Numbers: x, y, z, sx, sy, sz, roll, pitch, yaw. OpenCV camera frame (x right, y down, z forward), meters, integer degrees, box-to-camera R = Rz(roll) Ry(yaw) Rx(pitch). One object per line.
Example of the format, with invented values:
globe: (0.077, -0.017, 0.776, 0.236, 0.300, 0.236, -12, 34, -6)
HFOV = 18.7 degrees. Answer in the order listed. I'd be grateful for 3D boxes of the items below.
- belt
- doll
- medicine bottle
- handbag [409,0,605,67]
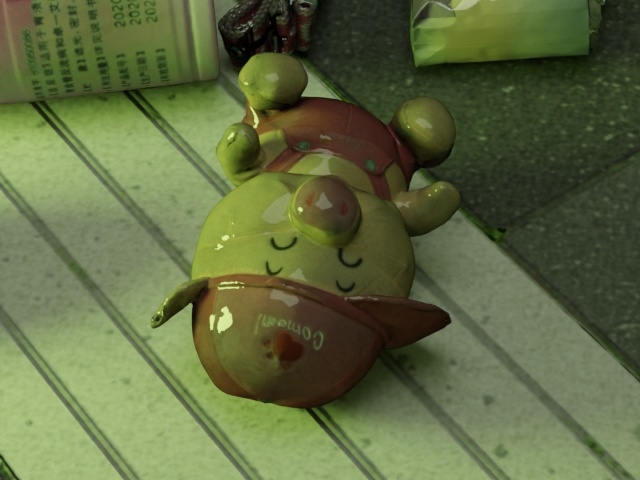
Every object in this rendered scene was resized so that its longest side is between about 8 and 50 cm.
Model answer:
belt: (-0.012, -0.228, 1.627, 0.071, 0.053, 0.232, 16, 50, 15)
doll: (-0.001, -0.002, 1.359, 0.196, 0.152, 0.256, -2, 51, 18)
medicine bottle: (-0.213, -0.187, 1.533, 0.254, 0.152, 0.152, -6, 48, -3)
handbag: (0.159, -0.202, 1.570, 0.173, 0.095, 0.117, -1, 51, 6)
